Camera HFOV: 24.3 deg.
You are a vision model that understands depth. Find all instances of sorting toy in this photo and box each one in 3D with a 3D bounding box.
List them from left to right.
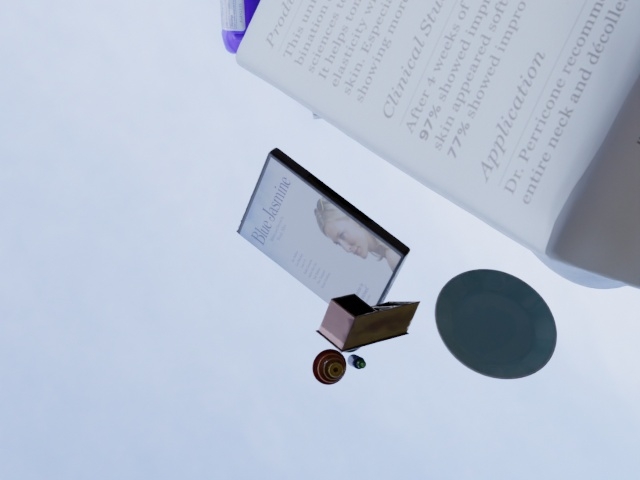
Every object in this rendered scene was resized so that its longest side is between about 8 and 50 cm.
[{"bbox_3d":[0.034,0.150,1.977,0.061,0.042,0.102,35,-98,-19],"label":"sorting toy"}]

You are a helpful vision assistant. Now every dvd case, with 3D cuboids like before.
[{"bbox_3d":[0.000,0.000,2.172,0.253,0.180,0.022,38,-134,13],"label":"dvd case"}]

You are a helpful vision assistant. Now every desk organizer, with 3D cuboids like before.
[{"bbox_3d":[0.060,0.093,1.812,0.047,0.050,0.130,38,-150,31],"label":"desk organizer"}]

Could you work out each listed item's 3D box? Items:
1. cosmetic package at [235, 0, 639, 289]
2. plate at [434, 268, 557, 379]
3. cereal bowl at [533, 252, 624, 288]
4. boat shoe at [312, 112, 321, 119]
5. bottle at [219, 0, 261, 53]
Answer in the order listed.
[{"bbox_3d":[0.213,-0.175,1.127,0.327,0.329,0.394,15,-164,-41],"label":"cosmetic package"},{"bbox_3d":[0.254,0.125,2.177,0.188,0.024,0.188,8,-125,-11],"label":"plate"},{"bbox_3d":[0.478,-0.097,2.414,0.339,0.141,0.339,5,-105,-20],"label":"cereal bowl"},{"bbox_3d":[0.070,-0.257,2.484,0.267,0.096,0.088,-14,-84,-49],"label":"boat shoe"},{"bbox_3d":[-0.082,-0.385,1.919,0.118,0.092,0.282,-31,-58,-56],"label":"bottle"}]
